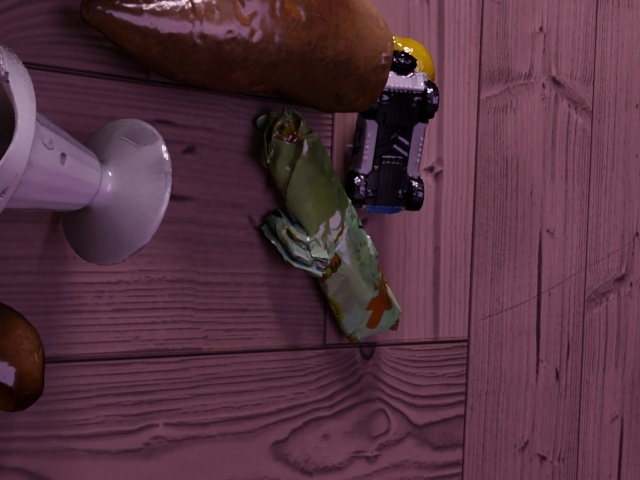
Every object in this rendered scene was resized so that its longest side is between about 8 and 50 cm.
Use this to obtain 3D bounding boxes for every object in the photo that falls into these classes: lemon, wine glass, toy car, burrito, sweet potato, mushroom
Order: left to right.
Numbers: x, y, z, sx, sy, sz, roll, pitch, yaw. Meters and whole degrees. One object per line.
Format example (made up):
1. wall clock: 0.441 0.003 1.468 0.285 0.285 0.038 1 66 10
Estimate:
1. mushroom: -0.260 0.115 1.070 0.088 0.073 0.129 44 59 -77
2. wine glass: -0.225 -0.063 1.038 0.196 0.165 0.165 15 81 -51
3. sweet potato: -0.069 -0.196 1.218 0.337 0.131 0.131 5 88 -48
4. burrito: 0.000 0.000 1.352 0.104 0.054 0.288 -45 124 -33
5. toy car: 0.071 -0.113 1.388 0.080 0.070 0.170 2 110 -14
6. lemon: 0.090 -0.185 1.427 0.062 0.062 0.083 -46 117 -35
